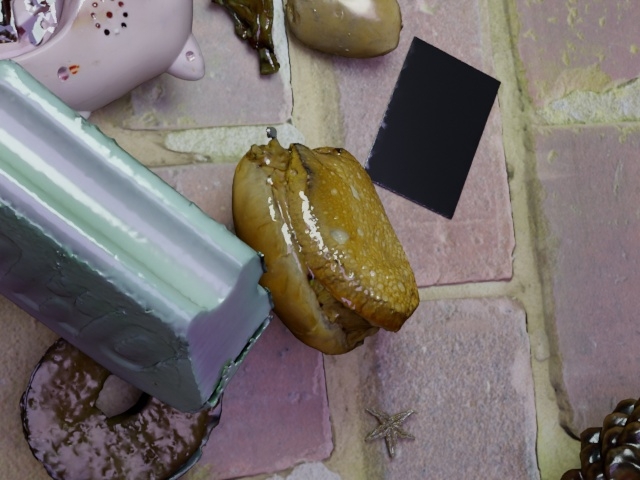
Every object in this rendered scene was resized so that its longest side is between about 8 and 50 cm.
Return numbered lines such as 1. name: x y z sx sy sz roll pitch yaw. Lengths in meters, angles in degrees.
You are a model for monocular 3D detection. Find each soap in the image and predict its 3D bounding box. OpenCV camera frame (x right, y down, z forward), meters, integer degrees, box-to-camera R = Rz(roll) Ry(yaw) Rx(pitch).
1. soap: -0.261 0.017 1.222 0.446 0.261 0.156 38 58 -15

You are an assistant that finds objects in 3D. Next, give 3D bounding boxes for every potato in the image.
1. potato: 0.035 -0.334 1.527 0.178 0.118 0.109 14 46 -4

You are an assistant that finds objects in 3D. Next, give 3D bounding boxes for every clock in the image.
1. clock: -0.346 -0.313 1.320 0.377 0.250 0.368 -11 89 -19

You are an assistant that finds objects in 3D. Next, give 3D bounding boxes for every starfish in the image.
1. starfish: 0.106 0.277 1.549 0.092 0.016 0.086 -34 98 -13

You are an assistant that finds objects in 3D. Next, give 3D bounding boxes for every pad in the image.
1. pad: 0.174 -0.177 1.613 0.170 0.006 0.245 24 79 -16

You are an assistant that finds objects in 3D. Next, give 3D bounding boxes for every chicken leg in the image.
1. chicken leg: -0.105 -0.327 1.506 0.093 0.070 0.178 -23 103 -19

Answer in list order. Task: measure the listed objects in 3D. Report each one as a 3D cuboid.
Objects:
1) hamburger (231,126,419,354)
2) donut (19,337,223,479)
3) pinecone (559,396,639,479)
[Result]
1. hamburger: 0.000 0.000 1.398 0.170 0.290 0.314 -27 81 16
2. donut: -0.269 0.210 1.387 0.272 0.107 0.272 2 86 -24
3. pinecone: 0.554 0.429 1.508 0.398 0.398 0.397 2 85 -18
